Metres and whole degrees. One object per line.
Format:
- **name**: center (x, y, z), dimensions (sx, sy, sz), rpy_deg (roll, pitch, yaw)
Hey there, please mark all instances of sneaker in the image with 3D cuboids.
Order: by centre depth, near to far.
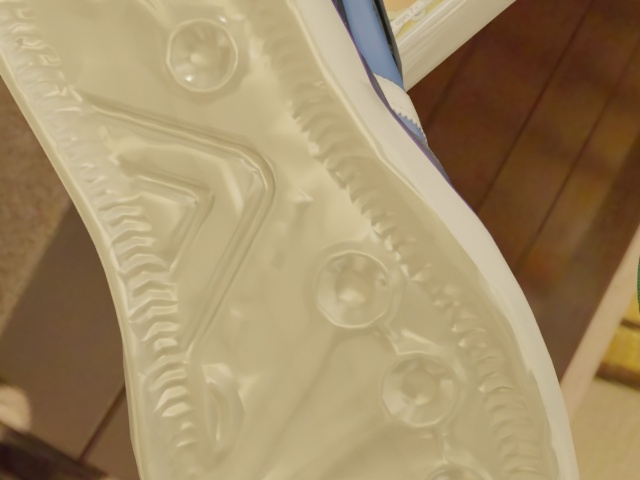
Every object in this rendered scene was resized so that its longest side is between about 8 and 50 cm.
- **sneaker**: center (-0.001, 0.000, 0.499), dimensions (0.236, 0.130, 0.322), rpy_deg (-49, 116, -79)

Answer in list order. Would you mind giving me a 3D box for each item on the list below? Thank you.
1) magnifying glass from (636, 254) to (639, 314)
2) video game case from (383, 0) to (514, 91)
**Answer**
- **magnifying glass**: center (0.209, 0.010, 0.457), dimensions (0.231, 0.092, 0.026), rpy_deg (-5, -7, -15)
- **video game case**: center (0.002, -0.140, 0.695), dimensions (0.026, 0.227, 0.206), rpy_deg (47, 5, -44)
